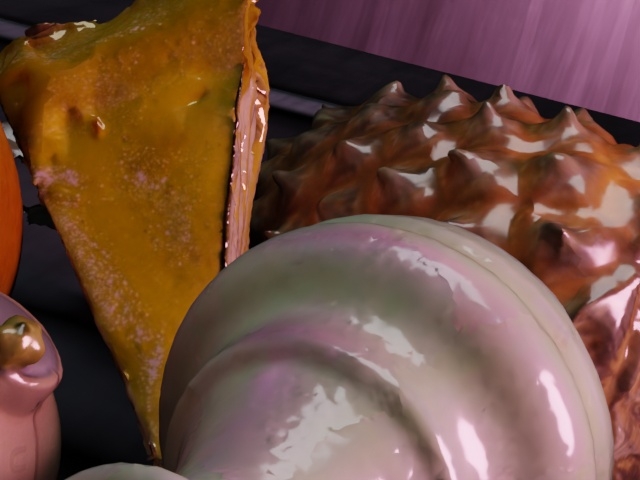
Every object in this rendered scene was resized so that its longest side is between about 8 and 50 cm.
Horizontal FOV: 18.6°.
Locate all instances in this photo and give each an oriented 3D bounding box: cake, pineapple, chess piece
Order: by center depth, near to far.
[{"bbox_3d":[-0.035,0.088,0.487,0.139,0.139,0.272,19,24,24],"label":"chess piece"},{"bbox_3d":[-0.038,-0.005,0.699,0.185,0.116,0.080,60,-1,24],"label":"cake"},{"bbox_3d":[0.000,0.000,0.802,0.361,0.175,0.175,23,14,40],"label":"pineapple"}]

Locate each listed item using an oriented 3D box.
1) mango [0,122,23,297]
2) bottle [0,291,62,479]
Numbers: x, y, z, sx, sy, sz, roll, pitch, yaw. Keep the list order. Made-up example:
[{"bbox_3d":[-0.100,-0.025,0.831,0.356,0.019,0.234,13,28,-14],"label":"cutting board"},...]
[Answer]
[{"bbox_3d":[-0.189,-0.042,0.641,0.175,0.139,0.254,46,-10,44],"label":"mango"},{"bbox_3d":[-0.141,0.056,0.481,0.097,0.110,0.209,50,22,13],"label":"bottle"}]
